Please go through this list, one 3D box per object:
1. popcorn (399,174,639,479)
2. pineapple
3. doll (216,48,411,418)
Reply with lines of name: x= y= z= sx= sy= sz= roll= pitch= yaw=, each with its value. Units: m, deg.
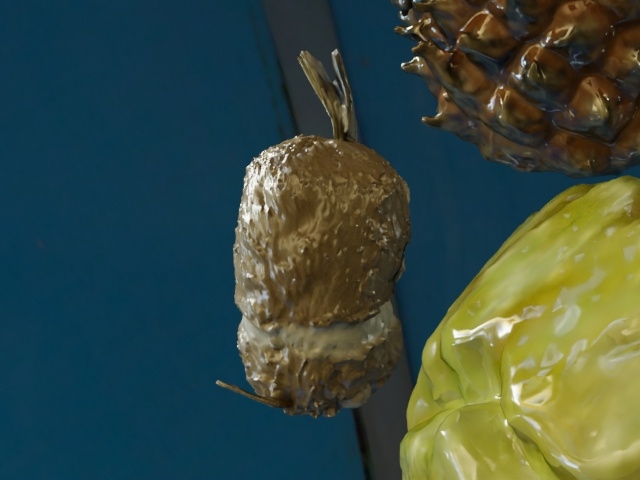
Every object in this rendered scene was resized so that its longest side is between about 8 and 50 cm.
popcorn: x=0.119 y=0.070 z=0.435 sx=0.204 sy=0.221 sz=0.184 roll=34 pitch=-96 yaw=-20
pineapple: x=0.107 y=-0.128 z=0.711 sx=0.166 sy=0.193 sz=0.166 roll=-3 pitch=-151 yaw=2
doll: x=0.004 y=-0.002 z=0.979 sx=0.105 sy=0.115 sz=0.221 roll=17 pitch=-78 yaw=37
